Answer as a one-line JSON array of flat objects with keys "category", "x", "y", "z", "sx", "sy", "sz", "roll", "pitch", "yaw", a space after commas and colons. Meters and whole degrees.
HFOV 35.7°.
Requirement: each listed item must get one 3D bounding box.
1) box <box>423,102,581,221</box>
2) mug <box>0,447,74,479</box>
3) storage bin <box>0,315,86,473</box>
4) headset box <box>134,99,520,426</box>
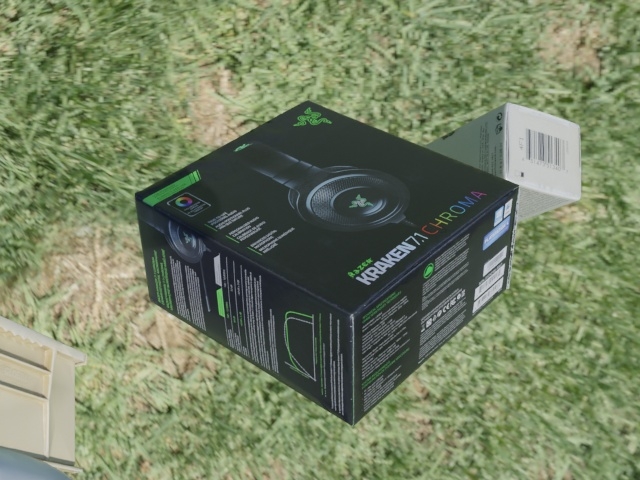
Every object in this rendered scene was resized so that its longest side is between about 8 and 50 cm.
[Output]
[{"category": "box", "x": 0.173, "y": -0.065, "z": 1.172, "sx": 0.113, "sy": 0.275, "sz": 0.094, "roll": 13, "pitch": 71, "yaw": -28}, {"category": "mug", "x": -0.208, "y": 0.219, "z": 0.392, "sx": 0.374, "sy": 0.328, "sz": 0.276, "roll": -29, "pitch": 138, "yaw": 28}, {"category": "storage bin", "x": -0.387, "y": 0.152, "z": 0.891, "sx": 0.262, "sy": 0.260, "sz": 0.123, "roll": -10, "pitch": 69, "yaw": 11}, {"category": "headset box", "x": 0.000, "y": 0.000, "z": 0.941, "sx": 0.246, "sy": 0.283, "sz": 0.131, "roll": -34, "pitch": 137, "yaw": -36}]
